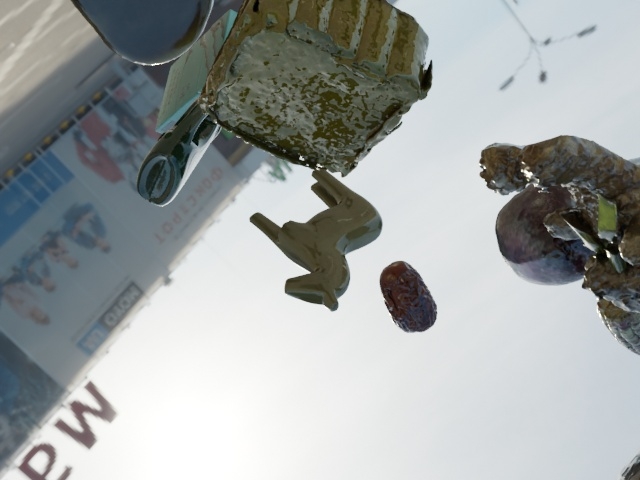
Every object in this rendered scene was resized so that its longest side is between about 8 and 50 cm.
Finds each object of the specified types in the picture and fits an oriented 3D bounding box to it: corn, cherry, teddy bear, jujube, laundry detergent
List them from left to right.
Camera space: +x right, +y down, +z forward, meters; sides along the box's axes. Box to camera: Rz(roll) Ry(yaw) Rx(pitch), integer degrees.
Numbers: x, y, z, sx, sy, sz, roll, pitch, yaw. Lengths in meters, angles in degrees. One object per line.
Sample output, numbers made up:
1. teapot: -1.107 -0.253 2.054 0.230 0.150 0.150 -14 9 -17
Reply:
1. laundry detergent: -0.189 -0.154 1.227 0.211 0.063 0.137 -62 -177 -41
2. jujube: 0.203 0.133 1.965 0.112 0.176 0.109 -25 -170 9
3. cherry: 0.397 -0.009 1.447 0.195 0.195 0.195 -38 -164 13
4. teddy bear: 0.360 -0.016 1.114 0.246 0.296 0.223 -162 -103 -73
5. corn: 0.506 0.135 1.361 0.079 0.237 0.080 -13 -117 26

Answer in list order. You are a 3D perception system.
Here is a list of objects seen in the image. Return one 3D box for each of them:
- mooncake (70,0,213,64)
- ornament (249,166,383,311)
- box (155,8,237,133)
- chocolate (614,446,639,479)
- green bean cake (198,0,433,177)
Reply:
1. mooncake: -0.260 -0.396 1.262 0.234 0.235 0.117 -34 -152 25
2. ornament: 0.000 0.000 1.307 0.230 0.061 0.245 -28 -129 -32
3. box: -0.228 -0.310 1.571 0.229 0.041 0.162 -26 -132 48
4. chocolate: 0.483 0.278 0.802 0.331 0.383 0.383 -50 -164 -5
5. green bean cake: -0.007 -0.198 0.990 0.224 0.229 0.131 -45 -153 52
